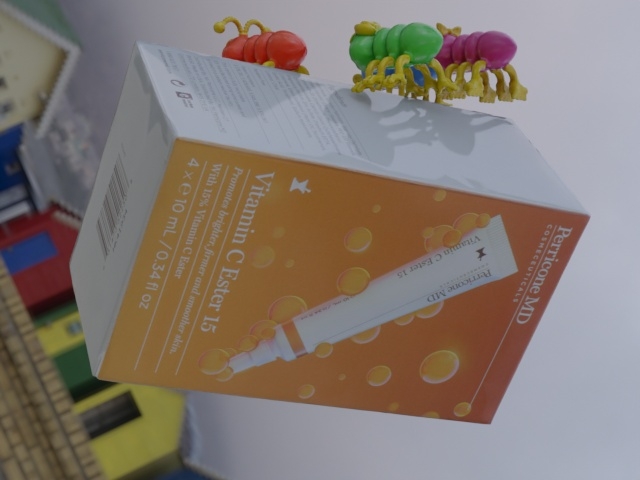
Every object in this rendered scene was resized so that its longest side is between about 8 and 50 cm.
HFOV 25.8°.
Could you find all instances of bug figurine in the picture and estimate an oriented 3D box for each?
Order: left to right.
[{"bbox_3d":[0.052,-0.156,1.219,0.216,0.279,0.072,1,-88,40],"label":"bug figurine"}]

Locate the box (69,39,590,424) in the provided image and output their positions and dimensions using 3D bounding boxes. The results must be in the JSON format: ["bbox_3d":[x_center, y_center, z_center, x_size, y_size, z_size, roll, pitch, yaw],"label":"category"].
[{"bbox_3d":[0.000,0.000,1.120,0.168,0.345,0.215,-117,-138,-54],"label":"box"}]
